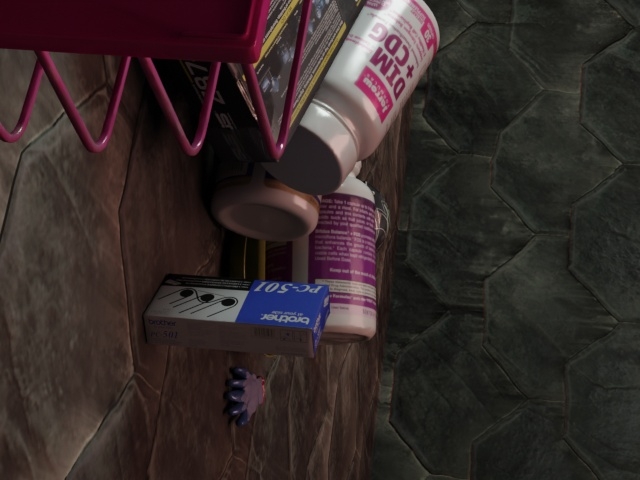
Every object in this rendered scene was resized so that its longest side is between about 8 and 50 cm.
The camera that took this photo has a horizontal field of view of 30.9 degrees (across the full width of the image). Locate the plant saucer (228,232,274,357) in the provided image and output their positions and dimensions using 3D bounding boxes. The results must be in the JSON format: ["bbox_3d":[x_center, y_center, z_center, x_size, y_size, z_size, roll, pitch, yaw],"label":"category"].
[{"bbox_3d":[-0.096,0.059,1.781,0.241,0.037,0.241,-3,90,-75],"label":"plant saucer"}]

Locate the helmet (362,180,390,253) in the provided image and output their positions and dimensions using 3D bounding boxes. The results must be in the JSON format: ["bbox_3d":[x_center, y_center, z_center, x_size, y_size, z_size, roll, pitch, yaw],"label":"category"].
[{"bbox_3d":[0.054,-0.033,2.237,0.169,0.161,0.169,4,90,-79],"label":"helmet"}]

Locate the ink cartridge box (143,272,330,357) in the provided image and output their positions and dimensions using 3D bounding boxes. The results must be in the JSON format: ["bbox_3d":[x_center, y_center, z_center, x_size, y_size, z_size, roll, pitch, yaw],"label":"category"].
[{"bbox_3d":[-0.099,0.089,1.396,0.097,0.207,0.046,-68,159,-57],"label":"ink cartridge box"}]

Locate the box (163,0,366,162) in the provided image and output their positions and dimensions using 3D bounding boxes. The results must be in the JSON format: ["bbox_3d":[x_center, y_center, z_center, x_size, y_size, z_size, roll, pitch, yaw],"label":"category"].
[{"bbox_3d":[-0.064,-0.337,1.352,0.318,0.097,0.395,61,43,-40],"label":"box"}]

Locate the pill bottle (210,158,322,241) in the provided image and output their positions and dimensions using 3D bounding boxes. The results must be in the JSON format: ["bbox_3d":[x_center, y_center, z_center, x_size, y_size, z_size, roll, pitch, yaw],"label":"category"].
[{"bbox_3d":[-0.061,-0.145,1.645,0.153,0.153,0.265,69,27,-64],"label":"pill bottle"}]

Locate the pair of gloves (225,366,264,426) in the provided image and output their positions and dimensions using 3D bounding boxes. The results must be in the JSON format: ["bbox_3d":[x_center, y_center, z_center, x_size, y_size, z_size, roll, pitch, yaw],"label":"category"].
[{"bbox_3d":[-0.116,0.187,1.814,0.159,0.023,0.198,0,89,-77],"label":"pair of gloves"}]

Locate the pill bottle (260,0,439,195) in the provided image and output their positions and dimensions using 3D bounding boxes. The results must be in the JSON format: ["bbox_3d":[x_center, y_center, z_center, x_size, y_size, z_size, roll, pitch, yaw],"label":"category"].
[{"bbox_3d":[0.033,-0.204,1.531,0.283,0.160,0.160,-58,155,-32],"label":"pill bottle"}]

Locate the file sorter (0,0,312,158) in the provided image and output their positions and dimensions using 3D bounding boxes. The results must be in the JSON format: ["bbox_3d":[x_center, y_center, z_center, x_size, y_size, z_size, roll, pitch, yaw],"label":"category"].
[{"bbox_3d":[-0.158,-0.178,0.815,0.182,0.290,0.202,76,20,-64],"label":"file sorter"}]

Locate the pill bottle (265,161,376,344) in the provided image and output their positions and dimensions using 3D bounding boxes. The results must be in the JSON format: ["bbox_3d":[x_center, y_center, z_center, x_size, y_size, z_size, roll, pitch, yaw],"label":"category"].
[{"bbox_3d":[0.000,0.000,1.752,0.169,0.169,0.302,49,40,-74],"label":"pill bottle"}]
